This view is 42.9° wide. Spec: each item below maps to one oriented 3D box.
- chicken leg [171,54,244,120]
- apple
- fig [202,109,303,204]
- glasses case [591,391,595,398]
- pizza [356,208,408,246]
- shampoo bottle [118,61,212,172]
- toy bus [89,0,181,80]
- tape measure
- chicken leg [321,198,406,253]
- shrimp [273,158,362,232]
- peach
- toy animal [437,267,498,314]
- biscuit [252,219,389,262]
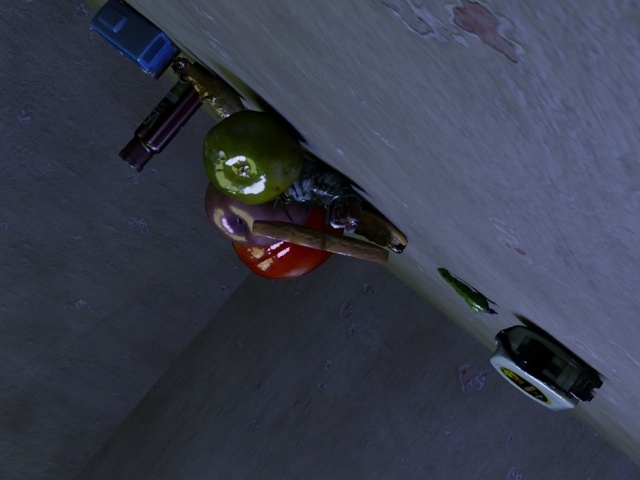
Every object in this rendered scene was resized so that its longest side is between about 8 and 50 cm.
[{"bbox_3d":[-0.286,-0.384,2.070,0.228,0.088,0.103,37,-168,-7],"label":"chicken leg"},{"bbox_3d":[-0.176,-0.115,2.295,0.306,0.235,0.305,22,140,20],"label":"apple"},{"bbox_3d":[-0.127,-0.214,1.900,0.233,0.233,0.314,40,-138,15],"label":"fig"},{"bbox_3d":[0.625,0.350,1.947,0.083,0.021,0.032,41,-179,-16],"label":"glasses case"},{"bbox_3d":[0.142,-0.024,2.062,0.160,0.035,0.099,35,142,-9],"label":"pizza"},{"bbox_3d":[-0.406,-0.327,2.165,0.084,0.323,0.129,42,179,-39],"label":"shampoo bottle"},{"bbox_3d":[-0.506,-0.551,2.198,0.234,0.116,0.133,38,177,24],"label":"toy bus"},{"bbox_3d":[0.461,0.257,1.704,0.207,0.115,0.235,40,171,10],"label":"tape measure"},{"bbox_3d":[0.093,-0.070,2.195,0.177,0.083,0.322,29,-171,-46],"label":"chicken leg"},{"bbox_3d":[-0.018,-0.120,2.016,0.221,0.166,0.410,15,178,-32],"label":"shrimp"},{"bbox_3d":[-0.103,-0.043,2.581,0.370,0.370,0.370,41,179,1],"label":"peach"},{"bbox_3d":[0.361,0.135,1.971,0.075,0.041,0.217,43,-178,-38],"label":"toy animal"},{"bbox_3d":[0.001,-0.003,2.061,0.355,0.052,0.275,12,180,0],"label":"biscuit"}]
